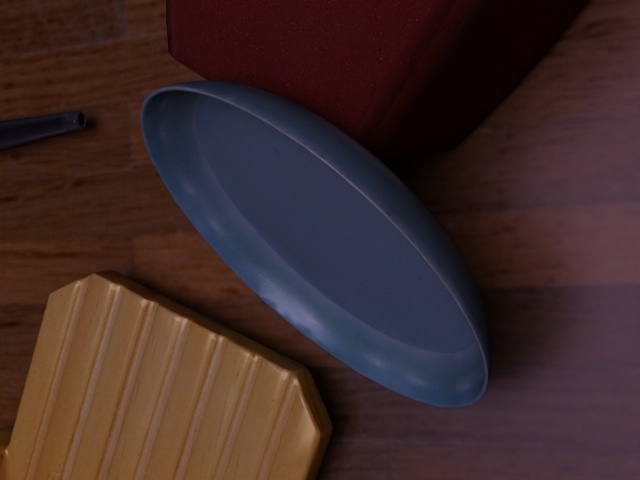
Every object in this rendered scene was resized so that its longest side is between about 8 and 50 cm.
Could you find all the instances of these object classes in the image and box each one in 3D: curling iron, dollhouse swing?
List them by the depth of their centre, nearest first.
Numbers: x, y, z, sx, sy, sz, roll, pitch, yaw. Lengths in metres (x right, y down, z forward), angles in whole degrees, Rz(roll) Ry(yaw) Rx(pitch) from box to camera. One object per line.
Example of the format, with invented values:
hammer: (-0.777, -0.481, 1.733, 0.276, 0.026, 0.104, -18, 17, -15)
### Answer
dollhouse swing: (-0.205, 0.239, 0.812, 0.347, 0.315, 0.305, 24, 119, 23)
curling iron: (-0.341, -0.086, 1.008, 0.274, 0.035, 0.068, -14, 87, 24)

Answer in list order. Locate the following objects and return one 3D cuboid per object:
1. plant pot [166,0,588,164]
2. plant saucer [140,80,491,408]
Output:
plant pot: (0.040, -0.202, 0.731, 0.267, 0.267, 0.235, 35, 115, 21)
plant saucer: (0.000, 0.000, 0.734, 0.317, 0.317, 0.043, 34, 68, 21)
